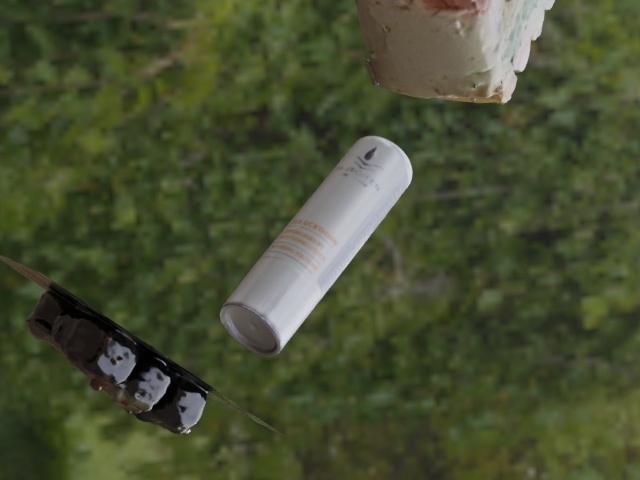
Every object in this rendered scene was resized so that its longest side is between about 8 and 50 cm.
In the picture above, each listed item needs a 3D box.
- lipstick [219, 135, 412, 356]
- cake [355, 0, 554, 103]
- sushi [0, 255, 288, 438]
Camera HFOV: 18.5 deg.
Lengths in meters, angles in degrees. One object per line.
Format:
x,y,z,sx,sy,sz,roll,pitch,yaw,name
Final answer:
0.000,0.000,1.050,0.141,0.040,0.040,-52,151,-32,lipstick
0.124,-0.184,1.267,0.225,0.090,0.109,-47,138,-25,cake
-0.155,0.091,1.446,0.047,0.219,0.231,-57,-160,-8,sushi
